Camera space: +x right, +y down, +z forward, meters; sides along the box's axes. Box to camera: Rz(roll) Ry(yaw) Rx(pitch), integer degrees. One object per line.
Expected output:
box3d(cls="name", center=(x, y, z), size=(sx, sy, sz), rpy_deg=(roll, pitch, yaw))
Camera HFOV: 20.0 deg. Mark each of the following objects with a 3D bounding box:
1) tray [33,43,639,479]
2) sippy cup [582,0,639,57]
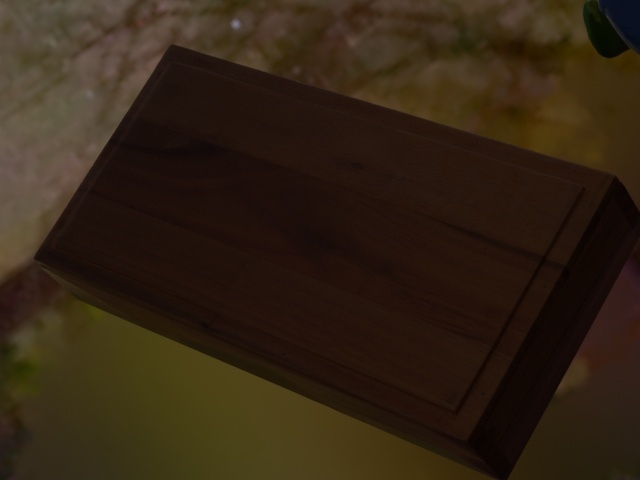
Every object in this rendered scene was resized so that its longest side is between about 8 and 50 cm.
box3d(cls="tray", center=(0.000, 0.000, 1.285), size=(0.203, 0.411, 0.076), rpy_deg=(-59, -40, -14))
box3d(cls="sippy cup", center=(0.373, -0.245, 1.610), size=(0.224, 0.240, 0.305), rpy_deg=(-13, -42, -40))
